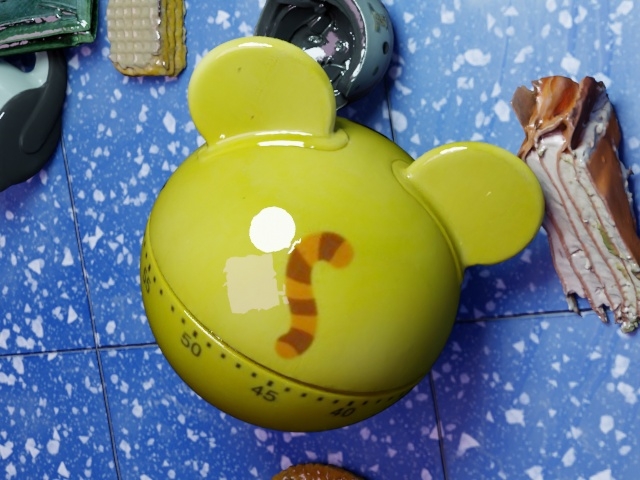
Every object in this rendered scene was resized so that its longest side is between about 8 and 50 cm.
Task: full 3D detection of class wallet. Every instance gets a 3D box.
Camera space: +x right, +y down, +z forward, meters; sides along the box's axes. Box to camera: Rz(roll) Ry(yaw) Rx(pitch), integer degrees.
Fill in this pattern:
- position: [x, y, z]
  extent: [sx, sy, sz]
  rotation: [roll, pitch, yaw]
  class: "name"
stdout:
- position: [-0.397, -0.306, 1.730]
  extent: [0.236, 0.055, 0.160]
  rotation: [-6, 67, 8]
  class: "wallet"

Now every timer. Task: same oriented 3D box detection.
- position: [0.000, 0.000, 1.421]
  extent: [0.376, 0.376, 0.387]
  rotation: [41, 124, 21]
  class: "timer"

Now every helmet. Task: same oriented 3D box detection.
- position: [0.015, -0.220, 1.522]
  extent: [0.177, 0.107, 0.153]
  rotation: [-19, 90, 52]
  class: "helmet"

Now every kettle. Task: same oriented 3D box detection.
- position: [-0.447, -0.197, 1.800]
  extent: [0.236, 0.161, 0.221]
  rotation: [28, 80, 26]
  class: "kettle"

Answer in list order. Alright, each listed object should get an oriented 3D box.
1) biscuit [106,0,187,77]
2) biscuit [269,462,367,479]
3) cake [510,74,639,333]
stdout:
- position: [-0.216, -0.388, 1.669]
  extent: [0.094, 0.054, 0.378]
  rotation: [5, 100, 33]
  class: "biscuit"
- position: [0.010, 0.390, 1.659]
  extent: [0.254, 0.035, 0.253]
  rotation: [5, 100, 32]
  class: "biscuit"
- position: [0.276, -0.040, 1.399]
  extent: [0.098, 0.135, 0.287]
  rotation: [-7, 113, 28]
  class: "cake"
